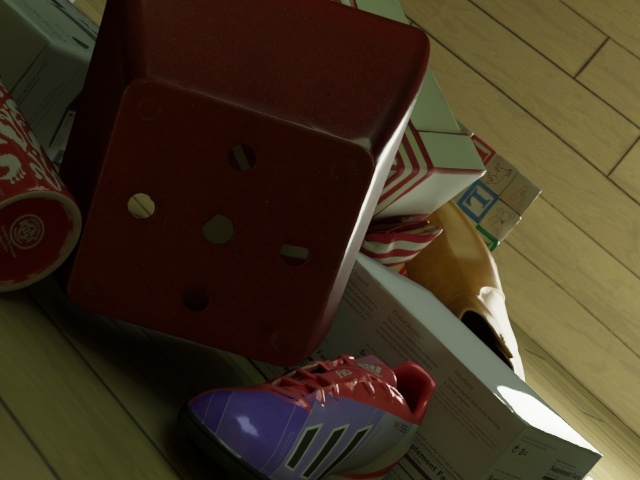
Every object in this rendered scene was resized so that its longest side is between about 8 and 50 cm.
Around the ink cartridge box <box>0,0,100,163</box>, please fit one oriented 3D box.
[{"bbox_3d":[-0.316,-0.194,1.341,0.223,0.129,0.307,41,7,10],"label":"ink cartridge box"}]

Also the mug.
[{"bbox_3d":[-0.236,-0.047,0.968,0.169,0.113,0.150,49,13,34],"label":"mug"}]

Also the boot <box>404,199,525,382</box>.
[{"bbox_3d":[0.165,0.071,1.535,0.211,0.104,0.295,33,36,-83],"label":"boot"}]

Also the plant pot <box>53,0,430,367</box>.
[{"bbox_3d":[-0.071,-0.049,1.044,0.267,0.267,0.235,17,21,-8],"label":"plant pot"}]

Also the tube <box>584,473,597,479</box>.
[{"bbox_3d":[0.412,0.387,1.675,0.240,0.062,0.070,46,-27,14],"label":"tube"}]

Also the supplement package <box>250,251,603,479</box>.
[{"bbox_3d":[0.099,0.155,1.271,0.262,0.145,0.204,45,9,33],"label":"supplement package"}]

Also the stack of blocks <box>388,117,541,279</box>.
[{"bbox_3d":[0.121,-0.010,1.753,0.171,0.297,0.087,37,6,-23],"label":"stack of blocks"}]

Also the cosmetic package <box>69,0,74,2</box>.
[{"bbox_3d":[-0.442,-0.376,1.553,0.155,0.197,0.365,45,8,37],"label":"cosmetic package"}]

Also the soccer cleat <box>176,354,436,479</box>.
[{"bbox_3d":[-0.002,0.130,1.025,0.108,0.116,0.318,43,8,23],"label":"soccer cleat"}]

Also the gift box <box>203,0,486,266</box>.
[{"bbox_3d":[-0.019,-0.083,1.360,0.255,0.276,0.258,-4,62,-44],"label":"gift box"}]
